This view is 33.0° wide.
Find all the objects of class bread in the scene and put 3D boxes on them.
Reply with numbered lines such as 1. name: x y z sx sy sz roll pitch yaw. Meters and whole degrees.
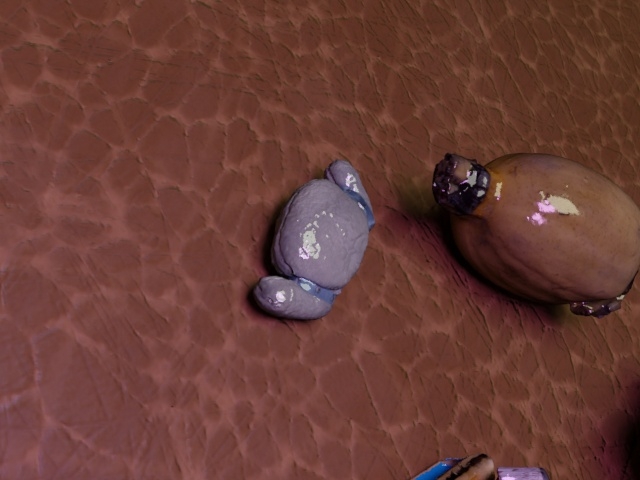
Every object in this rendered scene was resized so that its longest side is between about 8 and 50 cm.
1. bread: 0.124 0.249 1.070 0.106 0.072 0.053 -21 90 -45

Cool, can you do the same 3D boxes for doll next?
1. doll: 0.000 0.000 1.109 0.103 0.071 0.214 38 50 -15

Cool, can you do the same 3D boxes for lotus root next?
1. lotus root: 0.242 -0.022 1.250 0.310 0.183 0.182 22 53 -29

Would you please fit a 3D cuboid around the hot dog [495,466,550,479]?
1. hot dog: 0.218 0.345 1.041 0.144 0.075 0.267 -19 95 -77
